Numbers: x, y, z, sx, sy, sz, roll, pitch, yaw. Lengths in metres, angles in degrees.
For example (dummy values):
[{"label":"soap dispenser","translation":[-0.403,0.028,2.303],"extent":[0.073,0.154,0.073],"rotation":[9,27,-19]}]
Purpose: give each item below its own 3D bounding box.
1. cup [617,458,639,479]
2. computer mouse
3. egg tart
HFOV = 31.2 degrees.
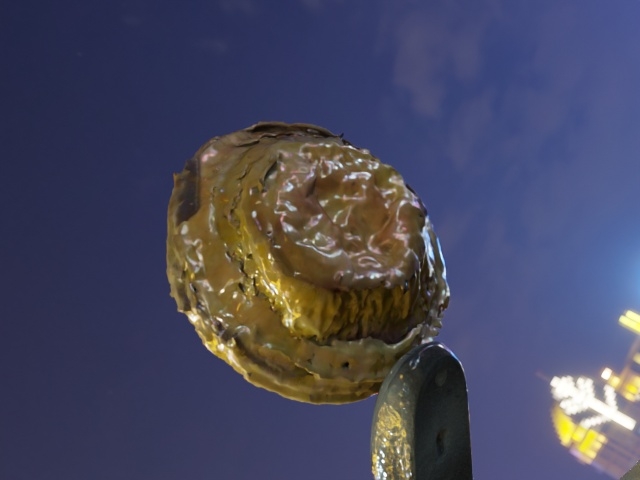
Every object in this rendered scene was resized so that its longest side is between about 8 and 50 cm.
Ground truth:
[{"label":"cup","translation":[0.455,0.337,1.497],"extent":[0.202,0.173,0.255],"rotation":[-35,-55,-17]},{"label":"computer mouse","translation":[0.093,0.196,1.099],"extent":[0.113,0.068,0.229],"rotation":[-24,-61,-41]},{"label":"egg tart","translation":[0.000,0.000,1.234],"extent":[0.352,0.352,0.150],"rotation":[-39,-7,-38]}]
